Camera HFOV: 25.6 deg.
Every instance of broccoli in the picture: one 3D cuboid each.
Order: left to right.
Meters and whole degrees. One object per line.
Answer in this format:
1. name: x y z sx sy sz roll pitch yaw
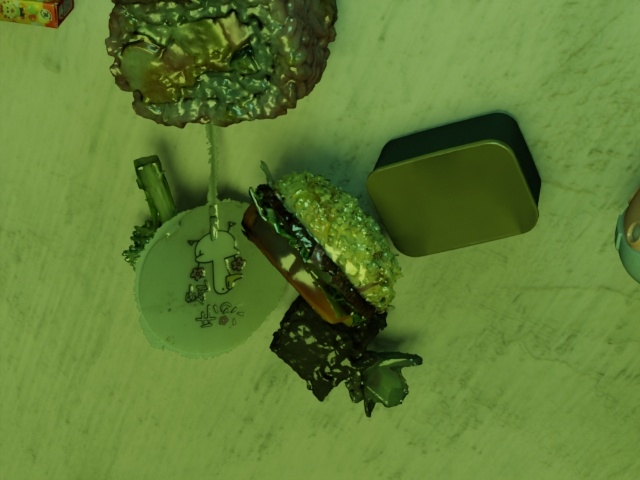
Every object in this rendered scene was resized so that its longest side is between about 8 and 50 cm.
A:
1. broccoli: -0.217 -0.032 1.937 0.122 0.118 0.204 23 138 33

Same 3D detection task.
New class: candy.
1. candy: -0.384 -0.308 1.814 0.122 0.062 0.038 8 127 10

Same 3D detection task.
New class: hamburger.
1. hamburger: 0.000 0.000 1.835 0.139 0.243 0.261 -42 85 -2

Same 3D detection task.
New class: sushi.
1. sushi: -0.121 -0.250 1.712 0.270 0.171 0.236 -7 123 24

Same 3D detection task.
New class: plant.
1. plant: 0.034 0.157 1.988 0.203 0.131 0.142 28 125 -7

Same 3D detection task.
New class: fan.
1. fan: -0.146 -0.026 1.921 0.233 0.012 0.414 -8 114 -27

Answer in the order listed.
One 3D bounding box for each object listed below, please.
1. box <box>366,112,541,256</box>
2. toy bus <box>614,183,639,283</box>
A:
1. box: 0.174 -0.073 1.801 0.201 0.090 0.144 -15 120 25
2. toy bus: 0.510 -0.024 1.680 0.288 0.194 0.232 16 120 6
